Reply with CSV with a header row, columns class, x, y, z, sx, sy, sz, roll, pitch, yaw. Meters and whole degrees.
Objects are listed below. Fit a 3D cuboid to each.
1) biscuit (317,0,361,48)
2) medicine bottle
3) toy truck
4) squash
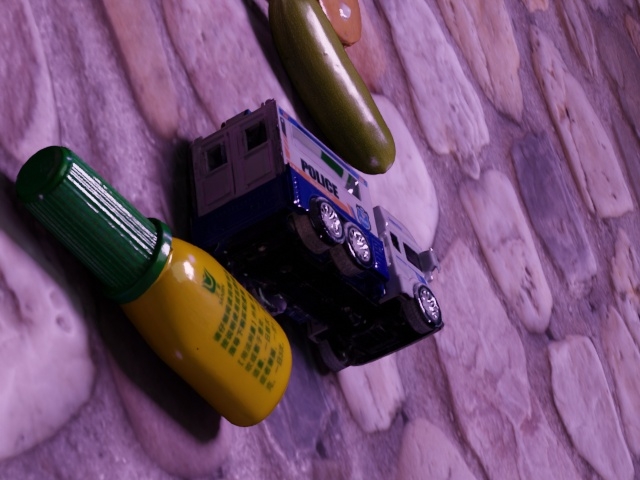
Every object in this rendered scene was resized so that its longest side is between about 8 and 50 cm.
class,x,y,z,sx,sy,sz,roll,pitch,yaw
biscuit,-0.039,-0.347,1.951,0.340,0.047,0.216,54,30,-29
medicine bottle,-0.126,0.033,1.439,0.309,0.076,0.111,48,29,-39
toy truck,0.000,0.000,1.671,0.268,0.124,0.155,38,34,-46
squash,0.003,-0.171,1.874,0.252,0.066,0.066,60,26,-20
